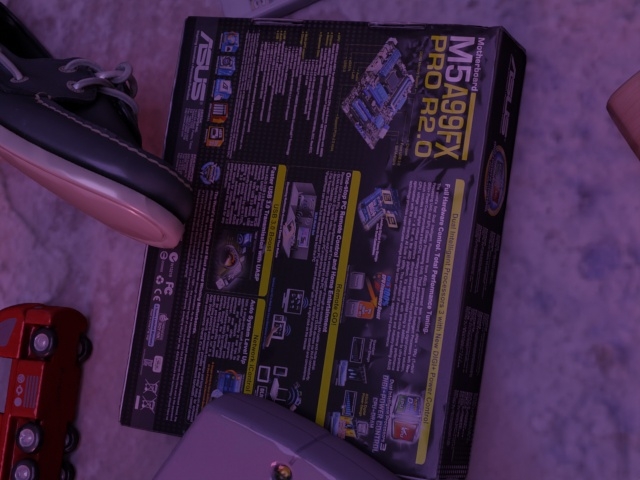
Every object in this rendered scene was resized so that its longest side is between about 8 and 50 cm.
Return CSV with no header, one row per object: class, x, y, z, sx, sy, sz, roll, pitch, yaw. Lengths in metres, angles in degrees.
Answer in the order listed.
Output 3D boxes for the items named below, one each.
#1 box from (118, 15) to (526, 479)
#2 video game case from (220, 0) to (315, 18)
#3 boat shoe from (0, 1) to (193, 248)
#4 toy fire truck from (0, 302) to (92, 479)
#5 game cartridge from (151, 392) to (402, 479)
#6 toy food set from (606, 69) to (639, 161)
box,0.000,0.000,0.812,0.216,0.060,0.270,6,84,24
video game case,-0.009,-0.231,0.878,0.157,0.019,0.143,-21,74,19
boat shoe,-0.174,-0.091,0.849,0.319,0.116,0.099,29,80,45
toy fire truck,-0.234,0.136,0.897,0.135,0.047,0.192,3,81,25
game cartridge,0.013,0.232,0.734,0.294,0.060,0.196,42,114,16
toy food set,0.335,-0.065,0.673,0.306,0.092,0.219,-34,81,16
